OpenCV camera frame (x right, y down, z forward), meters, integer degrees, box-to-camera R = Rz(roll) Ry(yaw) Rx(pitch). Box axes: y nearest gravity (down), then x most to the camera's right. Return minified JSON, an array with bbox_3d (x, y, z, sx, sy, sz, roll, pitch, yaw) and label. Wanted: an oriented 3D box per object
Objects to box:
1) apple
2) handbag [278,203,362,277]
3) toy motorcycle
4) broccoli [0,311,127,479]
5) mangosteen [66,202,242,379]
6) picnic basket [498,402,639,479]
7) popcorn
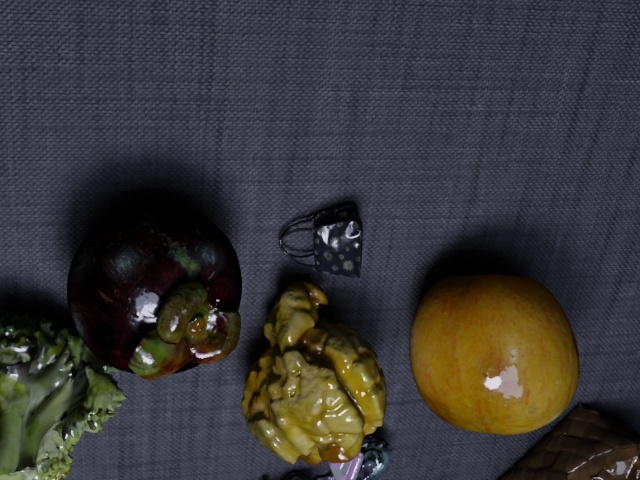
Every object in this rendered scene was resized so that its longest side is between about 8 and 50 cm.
[{"bbox_3d":[0.298,0.186,1.748,0.299,0.299,0.275,-10,95,-9],"label":"apple"},{"bbox_3d":[0.000,0.000,1.681,0.139,0.072,0.115,0,124,0],"label":"handbag"},{"bbox_3d":[-0.011,0.487,1.934,0.188,0.143,0.327,33,101,-29],"label":"toy motorcycle"},{"bbox_3d":[-0.496,0.287,1.592,0.293,0.281,0.348,22,112,-26],"label":"broccoli"},{"bbox_3d":[-0.243,0.084,1.533,0.288,0.288,0.288,-7,123,-11],"label":"mangosteen"},{"bbox_3d":[0.560,0.547,2.017,0.293,0.337,0.337,33,109,-29],"label":"picnic basket"},{"bbox_3d":[-0.013,0.235,1.708,0.225,0.265,0.332,-18,109,-38],"label":"popcorn"}]
